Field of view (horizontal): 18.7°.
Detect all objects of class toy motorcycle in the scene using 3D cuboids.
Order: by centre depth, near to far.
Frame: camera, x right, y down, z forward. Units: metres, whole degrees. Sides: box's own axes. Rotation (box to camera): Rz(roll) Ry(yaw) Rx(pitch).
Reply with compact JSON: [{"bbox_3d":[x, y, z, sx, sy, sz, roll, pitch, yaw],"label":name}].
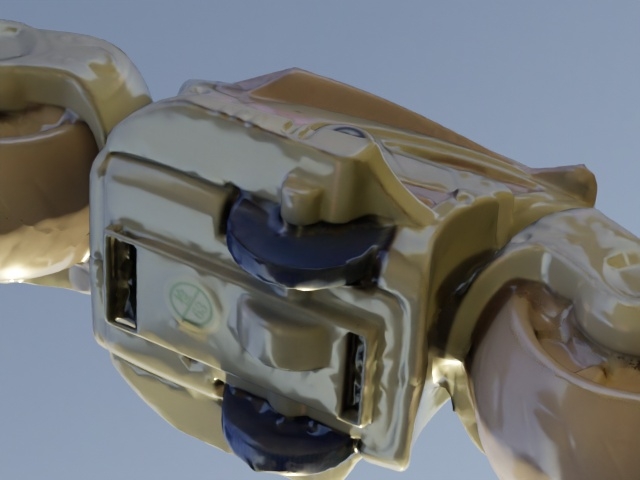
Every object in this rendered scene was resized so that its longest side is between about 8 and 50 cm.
[{"bbox_3d":[0.000,0.000,0.504,0.112,0.254,0.112,-49,-29,-40],"label":"toy motorcycle"}]
